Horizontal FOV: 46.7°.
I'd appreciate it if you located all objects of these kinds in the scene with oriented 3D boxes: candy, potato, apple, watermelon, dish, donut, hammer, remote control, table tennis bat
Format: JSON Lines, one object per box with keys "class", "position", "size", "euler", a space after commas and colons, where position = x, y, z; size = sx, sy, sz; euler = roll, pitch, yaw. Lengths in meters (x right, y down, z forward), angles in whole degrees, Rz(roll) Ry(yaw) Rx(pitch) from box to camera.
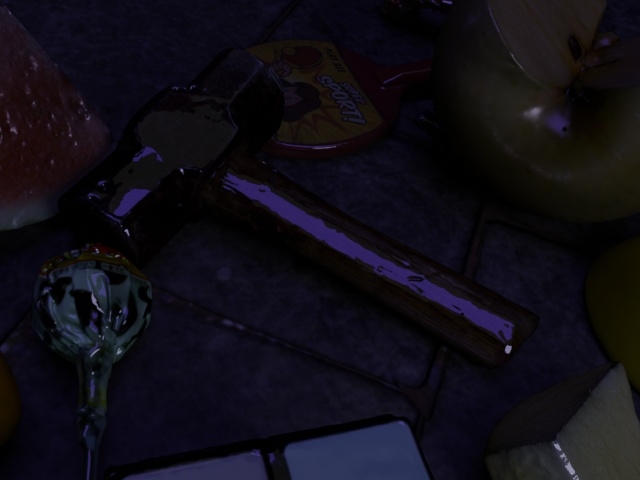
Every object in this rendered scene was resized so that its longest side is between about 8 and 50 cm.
{"class": "candy", "position": [-0.170, 0.137, 0.524], "size": [0.091, 0.083, 0.305], "euler": [2, 55, -12]}
{"class": "potato", "position": [0.201, 0.180, 0.572], "size": [0.149, 0.081, 0.120], "euler": [-23, 86, -49]}
{"class": "apple", "position": [0.258, -0.149, 0.760], "size": [0.295, 0.233, 0.258], "euler": [25, 33, 10]}
{"class": "watermelon", "position": [-0.311, -0.117, 0.655], "size": [0.256, 0.176, 0.260], "euler": [33, 69, 0]}
{"class": "dish", "position": [0.394, 0.057, 0.683], "size": [0.263, 0.108, 0.221], "euler": [-4, 50, -16]}
{"class": "donut", "position": [0.165, -0.319, 0.989], "size": [0.166, 0.108, 0.065], "euler": [23, 71, 2]}
{"class": "hammer", "position": [0.000, 0.000, 0.673], "size": [0.409, 0.095, 0.242], "euler": [31, 56, 7]}
{"class": "remote control", "position": [0.153, -0.125, 0.863], "size": [0.039, 0.014, 0.096], "euler": [-31, 59, -33]}
{"class": "table tennis bat", "position": [0.021, -0.175, 0.870], "size": [0.310, 0.038, 0.200], "euler": [-14, 53, -19]}

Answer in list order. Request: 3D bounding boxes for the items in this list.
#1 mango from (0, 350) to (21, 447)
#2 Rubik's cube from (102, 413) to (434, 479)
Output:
{"class": "mango", "position": [-0.310, 0.064, 0.522], "size": [0.253, 0.113, 0.138], "euler": [31, 49, 13]}
{"class": "Rubik's cube", "position": [-0.019, 0.220, 0.394], "size": [0.167, 0.183, 0.180], "euler": [-7, 52, -16]}
